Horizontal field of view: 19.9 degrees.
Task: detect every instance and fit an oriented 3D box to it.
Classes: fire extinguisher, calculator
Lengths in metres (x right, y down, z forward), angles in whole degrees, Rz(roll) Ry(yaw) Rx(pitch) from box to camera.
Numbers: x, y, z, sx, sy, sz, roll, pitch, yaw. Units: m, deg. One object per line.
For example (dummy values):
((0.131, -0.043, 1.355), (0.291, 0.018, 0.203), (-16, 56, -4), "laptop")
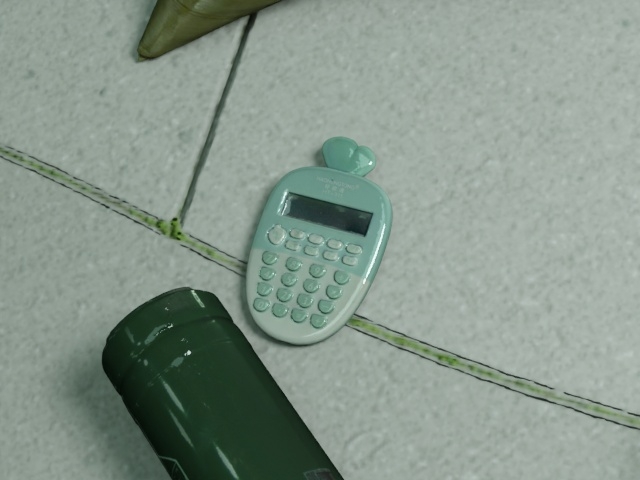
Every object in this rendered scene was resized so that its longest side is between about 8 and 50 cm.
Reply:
((-0.023, 0.172, 1.178), (0.311, 0.114, 0.095), (55, 130, 28), "fire extinguisher")
((0.000, 0.000, 1.275), (0.095, 0.021, 0.153), (15, 75, 21), "calculator")

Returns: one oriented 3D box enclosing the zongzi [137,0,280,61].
((0.043, -0.213, 1.314), (0.289, 0.154, 0.317), (29, 112, 10), "zongzi")
